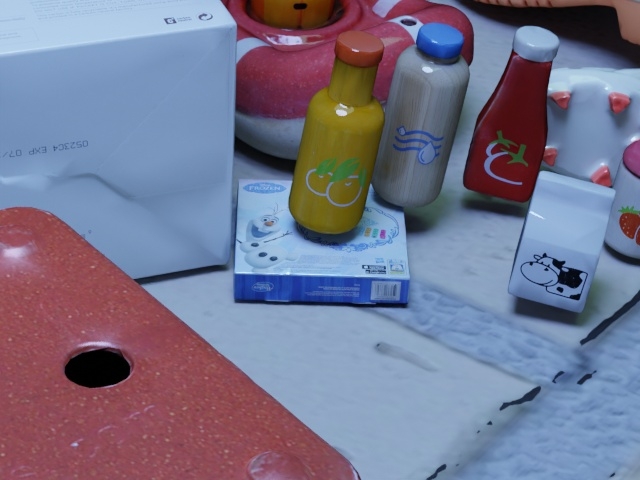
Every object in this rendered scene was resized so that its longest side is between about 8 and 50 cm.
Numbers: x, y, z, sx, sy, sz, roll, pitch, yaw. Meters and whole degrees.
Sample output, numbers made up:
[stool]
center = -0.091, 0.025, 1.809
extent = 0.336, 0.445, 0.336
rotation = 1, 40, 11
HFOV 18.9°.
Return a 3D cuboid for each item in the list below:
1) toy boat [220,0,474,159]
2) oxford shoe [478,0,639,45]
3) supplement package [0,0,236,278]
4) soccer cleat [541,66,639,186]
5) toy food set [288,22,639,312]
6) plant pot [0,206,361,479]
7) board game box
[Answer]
[toy boat]
center = -0.013, -0.150, 1.112
extent = 0.151, 0.151, 0.231
rotation = -23, 42, -33
[oxford shoe]
center = 0.178, -0.211, 1.204
extent = 0.130, 0.133, 0.363
rotation = -18, 26, -31
[supplement package]
center = -0.167, -0.084, 1.004
extent = 0.194, 0.149, 0.203
rotation = -9, 36, -19
[soccer cleat]
center = 0.193, -0.070, 1.096
extent = 0.196, 0.068, 0.076
rotation = 2, 29, -14
[toy food set]
center = 0.110, -0.045, 0.989
extent = 0.232, 0.104, 0.111
rotation = 15, 33, 5
[plant pot]
center = -0.112, 0.150, 0.593
extent = 0.267, 0.236, 0.267
rotation = -23, 43, -32
[board game box]
center = 0.000, 0.000, 1.011
extent = 0.090, 0.020, 0.090
rotation = 2, 35, -2
